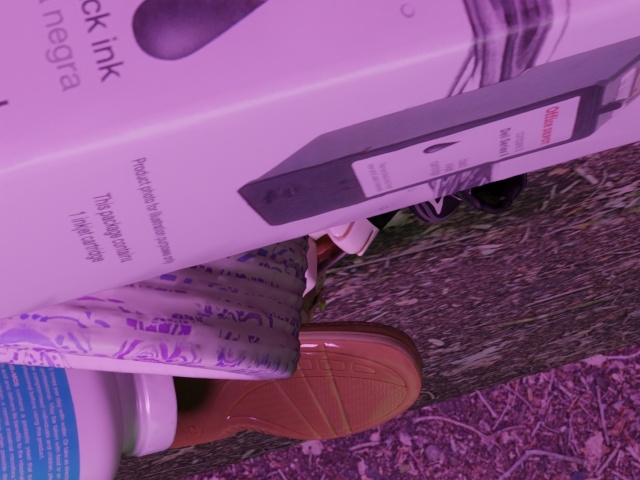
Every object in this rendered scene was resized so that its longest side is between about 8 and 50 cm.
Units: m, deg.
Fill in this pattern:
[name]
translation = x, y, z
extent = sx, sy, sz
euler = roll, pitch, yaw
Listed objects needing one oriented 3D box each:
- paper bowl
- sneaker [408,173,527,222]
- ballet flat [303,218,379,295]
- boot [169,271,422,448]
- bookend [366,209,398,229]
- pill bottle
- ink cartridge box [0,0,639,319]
[paper bowl]
translation = -0.145, -0.018, 0.633
extent = 0.284, 0.148, 0.284
euler = 4, 172, 1
[sneaker]
translation = 0.109, -0.050, 1.035
extent = 0.067, 0.078, 0.188
euler = -11, 165, -21
[ballet flat]
translation = 0.000, 0.000, 0.996
extent = 0.213, 0.068, 0.072
euler = -38, 130, 12
[boot]
translation = -0.021, 0.071, 1.110
extent = 0.262, 0.095, 0.203
euler = -13, -155, 28
[bookend]
translation = 0.071, -0.109, 0.673
extent = 0.157, 0.072, 0.156
euler = -48, 176, -33
[pill bottle]
translation = -0.237, 0.127, 0.947
extent = 0.264, 0.146, 0.146
euler = -9, 164, -26
[ink cartridge box]
translation = -0.007, -0.119, 0.386
extent = 0.289, 0.211, 0.121
euler = -16, 164, -5
